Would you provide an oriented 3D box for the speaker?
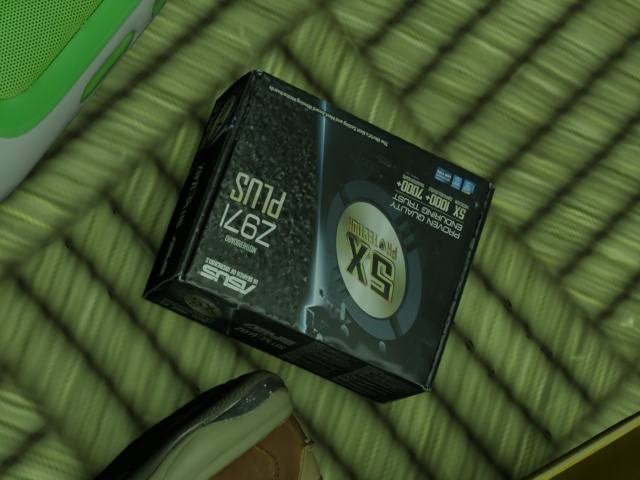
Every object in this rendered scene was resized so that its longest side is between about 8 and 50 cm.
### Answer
[{"bbox_3d":[-0.167,-0.151,1.098,0.131,0.131,0.296,39,67,-10],"label":"speaker"}]

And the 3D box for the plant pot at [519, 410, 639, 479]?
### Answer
[{"bbox_3d":[0.142,0.239,1.103,0.212,0.187,0.212,-26,90,-25],"label":"plant pot"}]

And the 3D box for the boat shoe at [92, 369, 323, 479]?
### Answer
[{"bbox_3d":[-0.120,0.203,1.042,0.324,0.122,0.120,-35,96,-24],"label":"boat shoe"}]

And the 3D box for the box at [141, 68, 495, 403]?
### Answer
[{"bbox_3d":[0.000,0.000,1.158,0.180,0.077,0.147,26,71,-16],"label":"box"}]
